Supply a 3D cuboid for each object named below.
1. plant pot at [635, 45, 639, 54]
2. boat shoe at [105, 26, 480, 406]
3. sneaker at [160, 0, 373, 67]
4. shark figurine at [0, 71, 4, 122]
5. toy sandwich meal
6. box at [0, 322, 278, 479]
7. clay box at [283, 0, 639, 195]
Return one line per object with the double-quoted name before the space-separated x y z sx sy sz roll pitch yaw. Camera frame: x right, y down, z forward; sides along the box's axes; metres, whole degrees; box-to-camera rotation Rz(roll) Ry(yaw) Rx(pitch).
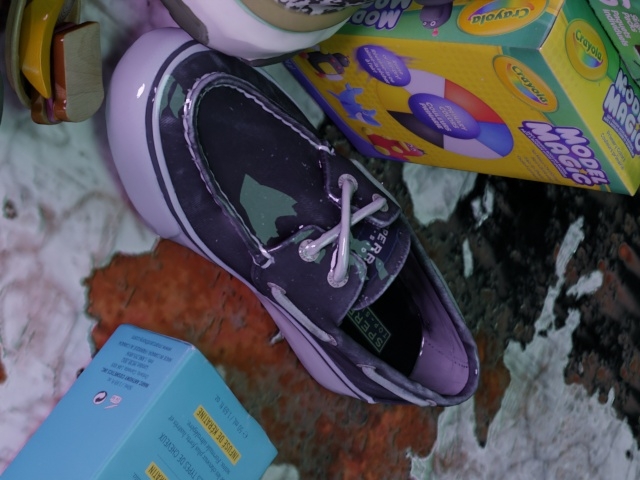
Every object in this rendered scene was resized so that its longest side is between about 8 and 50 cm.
"plant pot" 0.307 -0.179 0.957 0.305 0.334 0.333 10 92 -60
"boat shoe" 0.000 0.000 0.791 0.108 0.102 0.301 -56 134 -23
"sneaker" -0.047 -0.260 0.604 0.158 0.182 0.410 -54 124 -28
"shark figurine" -0.180 -0.065 0.562 0.116 0.278 0.166 4 133 -11
"toy sandwich meal" -0.120 -0.094 0.669 0.085 0.029 0.085 12 90 -81
"box" -0.129 0.167 0.722 0.244 0.060 0.100 -54 133 -24
"clay box" 0.085 -0.087 0.774 0.127 0.222 0.053 46 66 -42
